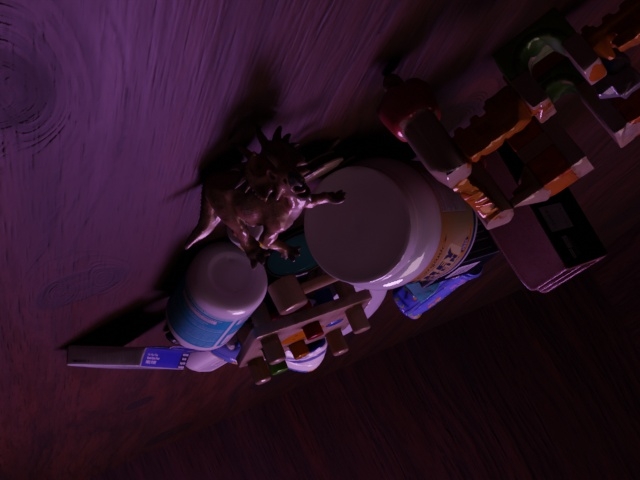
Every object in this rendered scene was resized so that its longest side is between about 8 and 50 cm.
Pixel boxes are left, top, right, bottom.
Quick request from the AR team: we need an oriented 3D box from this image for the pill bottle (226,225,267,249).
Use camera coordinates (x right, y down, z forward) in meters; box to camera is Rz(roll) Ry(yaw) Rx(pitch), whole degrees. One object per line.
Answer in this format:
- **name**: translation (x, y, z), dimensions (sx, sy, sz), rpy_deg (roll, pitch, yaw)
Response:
- **pill bottle**: translation (-0.121, -0.011, 1.622), dimensions (0.065, 0.065, 0.116), rpy_deg (-27, 166, 2)

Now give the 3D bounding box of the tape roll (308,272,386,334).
- **tape roll**: translation (0.061, 0.140, 2.285), dimensions (0.219, 0.072, 0.219), rpy_deg (-30, 148, -21)

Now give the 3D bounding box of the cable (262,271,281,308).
- **cable**: translation (-0.160, 0.108, 1.887), dimensions (0.184, 0.047, 0.150), rpy_deg (-9, 153, 19)

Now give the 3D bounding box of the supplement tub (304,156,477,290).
- **supplement tub**: translation (0.127, -0.031, 1.630), dimensions (0.228, 0.228, 0.316), rpy_deg (-34, 167, 24)

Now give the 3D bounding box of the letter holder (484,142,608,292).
- **letter holder**: translation (0.434, -0.037, 2.019), dimensions (0.152, 0.302, 0.214), rpy_deg (-14, 161, -39)

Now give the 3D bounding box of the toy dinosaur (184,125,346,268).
- **toy dinosaur**: translation (-0.101, -0.070, 1.343), dimensions (0.296, 0.127, 0.200), rpy_deg (-8, 140, 34)

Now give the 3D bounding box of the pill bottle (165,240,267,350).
- **pill bottle**: translation (-0.207, 0.117, 1.747), dimensions (0.146, 0.146, 0.264), rpy_deg (-18, 162, -32)

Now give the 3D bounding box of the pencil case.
- **pencil case**: translation (0.343, 0.121, 2.735), dimensions (0.306, 0.119, 0.133), rpy_deg (-41, -171, 40)

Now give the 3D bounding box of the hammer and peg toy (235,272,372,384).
- **hammer and peg toy**: translation (-0.021, 0.162, 1.835), dimensions (0.266, 0.127, 0.361), rpy_deg (-18, 164, -20)

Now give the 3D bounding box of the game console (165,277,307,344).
- **game console**: translation (-0.172, 0.160, 2.102), dimensions (0.361, 0.044, 0.213), rpy_deg (-18, 172, -26)

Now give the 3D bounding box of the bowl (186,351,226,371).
- **bowl**: translation (-0.278, 0.297, 2.410), dimensions (0.142, 0.053, 0.142), rpy_deg (-31, 163, 13)

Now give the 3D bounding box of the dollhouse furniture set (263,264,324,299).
- **dollhouse furniture set**: translation (-0.067, 0.044, 1.969), dimensions (0.151, 0.123, 0.144), rpy_deg (8, 164, 4)

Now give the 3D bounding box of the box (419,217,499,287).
- **box**: translation (0.243, -0.027, 1.912), dimensions (0.153, 0.207, 0.108), rpy_deg (-13, 160, -39)

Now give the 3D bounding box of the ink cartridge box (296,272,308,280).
- **ink cartridge box**: translation (-0.015, 0.051, 2.078), dimensions (0.115, 0.029, 0.063), rpy_deg (-29, 165, 3)

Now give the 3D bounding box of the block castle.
- **block castle**: translation (0.330, -0.246, 1.350), dimensions (0.453, 0.213, 0.303), rpy_deg (-38, 151, 13)

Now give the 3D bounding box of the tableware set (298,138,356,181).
- **tableware set**: translation (-0.050, -0.100, 1.502), dimensions (0.194, 0.039, 0.128), rpy_deg (-29, 178, 29)

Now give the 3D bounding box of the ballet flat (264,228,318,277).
- **ballet flat**: translation (0.000, 0.000, 1.855), dimensions (0.248, 0.086, 0.086), rpy_deg (-27, 165, -5)

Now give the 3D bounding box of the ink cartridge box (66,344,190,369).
- **ink cartridge box**: translation (-0.367, 0.241, 1.901), dimensions (0.224, 0.045, 0.223), rpy_deg (-2, 171, 16)

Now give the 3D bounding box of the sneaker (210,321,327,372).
- **sneaker**: translation (-0.127, 0.233, 2.230), dimensions (0.296, 0.112, 0.131), rpy_deg (8, 147, -14)

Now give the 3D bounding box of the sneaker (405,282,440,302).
- **sneaker**: translation (0.195, 0.068, 2.198), dimensions (0.295, 0.178, 0.124), rpy_deg (-16, 161, -35)

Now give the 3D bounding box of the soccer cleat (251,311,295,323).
- **soccer cleat**: translation (-0.095, 0.194, 2.343), dimensions (0.248, 0.083, 0.095), rpy_deg (-27, 150, -3)
